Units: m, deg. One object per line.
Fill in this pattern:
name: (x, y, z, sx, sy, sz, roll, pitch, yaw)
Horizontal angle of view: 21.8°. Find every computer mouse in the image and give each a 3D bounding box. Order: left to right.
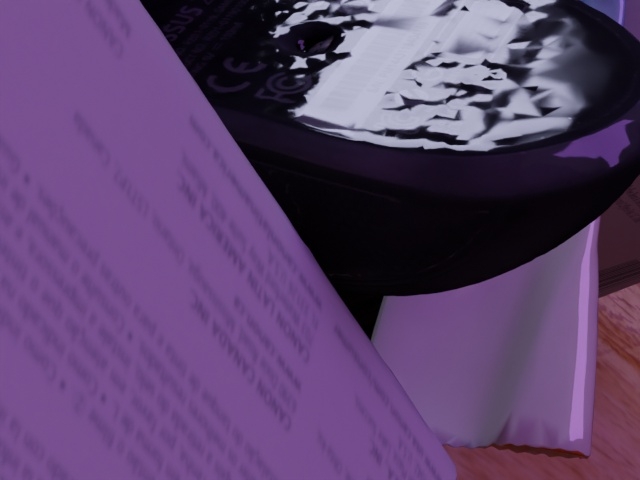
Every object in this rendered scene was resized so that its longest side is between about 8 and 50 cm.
computer mouse: (-0.022, -0.043, 0.536, 0.188, 0.272, 0.072, -48, 145, -45)

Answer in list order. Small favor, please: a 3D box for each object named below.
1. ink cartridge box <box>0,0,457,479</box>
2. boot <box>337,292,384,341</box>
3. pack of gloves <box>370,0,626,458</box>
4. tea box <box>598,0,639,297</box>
ink cartridge box: (-0.094, 0.129, 0.346, 0.308, 0.091, 0.385, 57, 39, -42)
boot: (0.000, 0.000, 0.706, 0.198, 0.077, 0.137, 61, 21, -2)
pack of gloves: (0.009, -0.048, 0.595, 0.046, 0.195, 0.232, 85, 13, -62)
tea box: (0.119, -0.157, 0.821, 0.323, 0.220, 0.329, 71, 15, 13)
